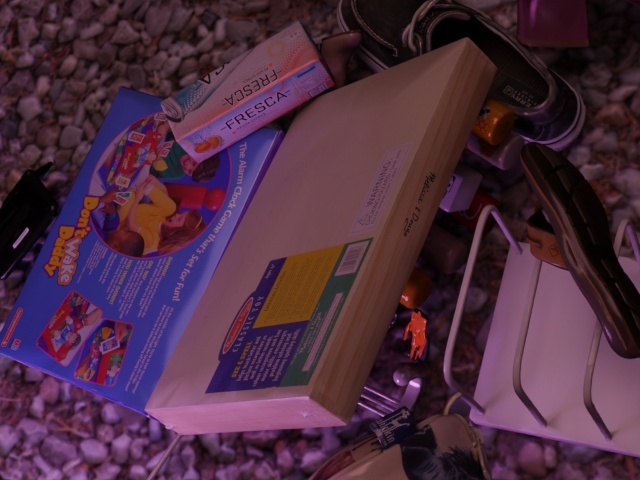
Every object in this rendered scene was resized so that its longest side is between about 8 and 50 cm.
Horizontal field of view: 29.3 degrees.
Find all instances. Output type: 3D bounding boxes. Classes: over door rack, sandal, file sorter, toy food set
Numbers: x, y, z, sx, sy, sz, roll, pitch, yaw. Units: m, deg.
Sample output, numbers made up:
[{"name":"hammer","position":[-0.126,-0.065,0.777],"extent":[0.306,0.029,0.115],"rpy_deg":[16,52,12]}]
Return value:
[{"name":"over door rack","position":[-0.070,0.232,1.249],"extent":[0.240,0.108,0.324],"rpy_deg":[23,80,29]},{"name":"sandal","position":[0.216,0.010,1.049],"extent":[0.060,0.090,0.219],"rpy_deg":[-36,64,31]},{"name":"file sorter","position":[0.273,0.085,1.129],"extent":[0.278,0.173,0.192],"rpy_deg":[8,73,25]},{"name":"toy food set","position":[0.121,-0.056,1.273],"extent":[0.104,0.111,0.232],"rpy_deg":[35,117,30]}]

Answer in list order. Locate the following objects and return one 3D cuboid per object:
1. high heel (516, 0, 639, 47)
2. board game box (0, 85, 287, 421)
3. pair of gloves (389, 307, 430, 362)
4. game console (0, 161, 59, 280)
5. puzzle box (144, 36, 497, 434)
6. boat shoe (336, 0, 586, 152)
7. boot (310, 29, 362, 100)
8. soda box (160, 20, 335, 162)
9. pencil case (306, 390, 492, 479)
[{"name":"high heel","position":[0.371,-0.291,1.195],"extent":[0.377,0.181,0.127],"rpy_deg":[-6,33,3]},{"name":"board game box","position":[-0.196,0.014,1.403],"extent":[0.233,0.078,0.347],"rpy_deg":[18,77,28]},{"name":"pair of gloves","position":[0.083,0.086,1.269],"extent":[0.010,0.074,0.083],"rpy_deg":[-31,52,-32]},{"name":"game console","position":[-0.355,-0.025,1.477],"extent":[0.122,0.071,0.107],"rpy_deg":[-49,62,16]},{"name":"puzzle box","position":[0.000,0.000,1.196],"extent":[0.272,0.052,0.408],"rpy_deg":[-13,44,51]},{"name":"boat shoe","position":[0.144,-0.216,1.331],"extent":[0.335,0.119,0.121],"rpy_deg":[33,84,29]},{"name":"boot","position":[0.017,-0.186,1.387],"extent":[0.042,0.118,0.087],"rpy_deg":[-2,88,-24]},{"name":"soda box","position":[-0.080,-0.163,1.349],"extent":[0.183,0.058,0.063],"rpy_deg":[-29,60,6]},{"name":"pencil case","position":[0.150,0.336,1.039],"extent":[0.183,0.160,0.410],"rpy_deg":[-36,75,8]}]
